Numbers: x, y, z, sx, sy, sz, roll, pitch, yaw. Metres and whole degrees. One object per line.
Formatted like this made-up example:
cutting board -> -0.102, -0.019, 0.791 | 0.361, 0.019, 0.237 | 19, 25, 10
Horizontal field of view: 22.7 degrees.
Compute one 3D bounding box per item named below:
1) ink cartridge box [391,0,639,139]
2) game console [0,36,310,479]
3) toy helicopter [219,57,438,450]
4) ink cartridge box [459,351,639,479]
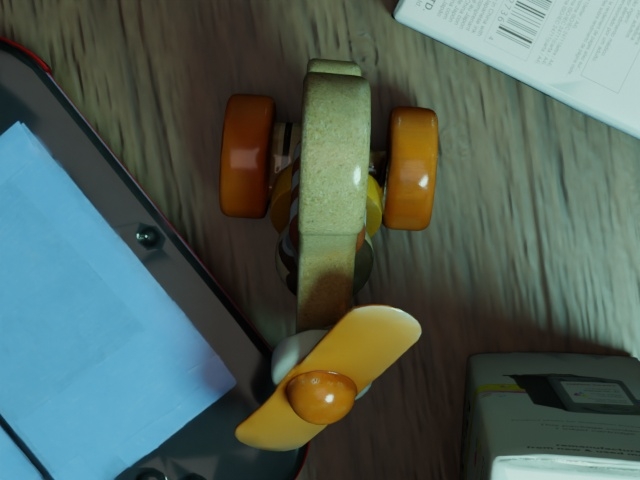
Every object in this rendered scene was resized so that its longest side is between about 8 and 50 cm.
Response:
ink cartridge box -> 0.224, -0.163, 1.053 | 0.311, 0.065, 0.186 | 26, 96, 1
game console -> -0.232, 0.090, 1.093 | 0.342, 0.060, 0.386 | -38, 93, 5
toy helicopter -> 0.000, 0.000, 0.929 | 0.140, 0.355, 0.235 | 5, 79, 0
ink cartridge box -> 0.149, 0.205, 0.972 | 0.131, 0.306, 0.226 | 3, 96, 2
